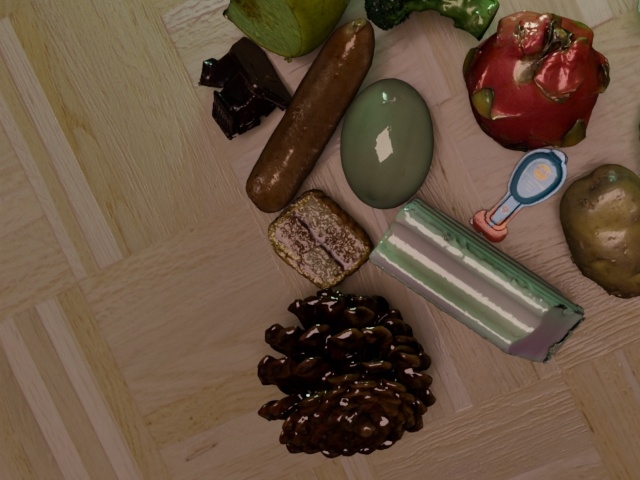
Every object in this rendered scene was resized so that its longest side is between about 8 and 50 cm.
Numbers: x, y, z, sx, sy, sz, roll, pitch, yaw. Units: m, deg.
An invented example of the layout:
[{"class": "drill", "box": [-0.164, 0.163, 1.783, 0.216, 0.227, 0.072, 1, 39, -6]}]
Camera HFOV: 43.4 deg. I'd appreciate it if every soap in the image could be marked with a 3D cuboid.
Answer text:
[{"class": "soap", "box": [0.336, 0.089, 1.708, 0.446, 0.261, 0.156, 33, 102, 5]}]

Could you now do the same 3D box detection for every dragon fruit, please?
[{"class": "dragon fruit", "box": [0.440, -0.329, 1.653, 0.305, 0.226, 0.306, 1, 98, 9]}]

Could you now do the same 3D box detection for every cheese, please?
[{"class": "cheese", "box": [0.443, -0.103, 1.778, 0.106, 0.037, 0.256, 44, 105, 5]}]

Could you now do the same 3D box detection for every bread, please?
[{"class": "bread", "box": [0.000, 0.000, 1.851, 0.222, 0.096, 0.181, 43, 103, 2]}]

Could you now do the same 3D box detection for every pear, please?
[{"class": "pear", "box": [-0.026, -0.569, 1.700, 0.238, 0.342, 0.318, 40, 78, -9]}]

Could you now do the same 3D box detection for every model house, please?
[{"class": "model house", "box": [-0.187, -0.347, 1.847, 0.164, 0.141, 0.203, -40, 67, 33]}]

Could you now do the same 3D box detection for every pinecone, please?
[{"class": "pinecone", "box": [0.038, 0.287, 1.763, 0.397, 0.398, 0.398, 2, 98, 12]}]

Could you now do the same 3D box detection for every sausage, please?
[{"class": "sausage", "box": [-0.021, -0.271, 1.778, 0.123, 0.136, 0.501, 36, 115, 6]}]

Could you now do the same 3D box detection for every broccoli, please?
[{"class": "broccoli", "box": [0.232, -0.537, 1.635, 0.297, 0.297, 0.298, 31, 102, 2]}]

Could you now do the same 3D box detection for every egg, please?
[{"class": "egg", "box": [0.143, -0.208, 1.739, 0.202, 0.203, 0.283, 8, 101, 11]}]

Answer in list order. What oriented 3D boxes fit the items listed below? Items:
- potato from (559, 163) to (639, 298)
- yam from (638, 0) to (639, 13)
[{"class": "potato", "box": [0.617, -0.016, 1.698, 0.191, 0.141, 0.296, -16, 101, 19]}, {"class": "yam", "box": [0.799, -0.556, 1.549, 0.348, 0.241, 0.241, -9, 95, 9]}]
